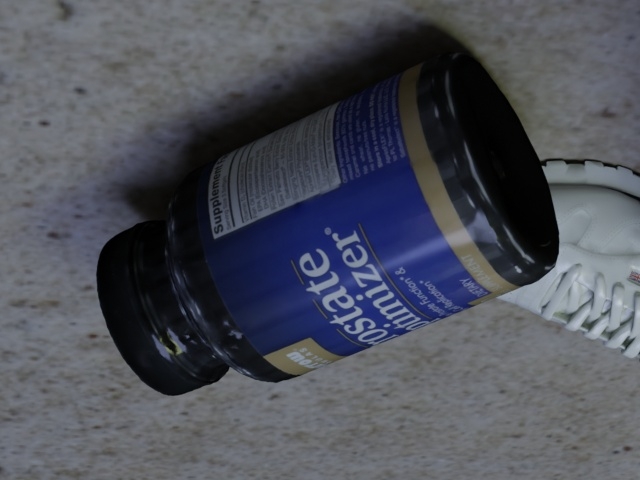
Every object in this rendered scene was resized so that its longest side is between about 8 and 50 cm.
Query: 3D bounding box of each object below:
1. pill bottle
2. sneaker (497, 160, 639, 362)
[{"bbox_3d":[0.000,0.000,0.856,0.219,0.123,0.123,-24,139,22],"label":"pill bottle"},{"bbox_3d":[0.174,0.024,0.934,0.235,0.095,0.090,8,142,-15],"label":"sneaker"}]
